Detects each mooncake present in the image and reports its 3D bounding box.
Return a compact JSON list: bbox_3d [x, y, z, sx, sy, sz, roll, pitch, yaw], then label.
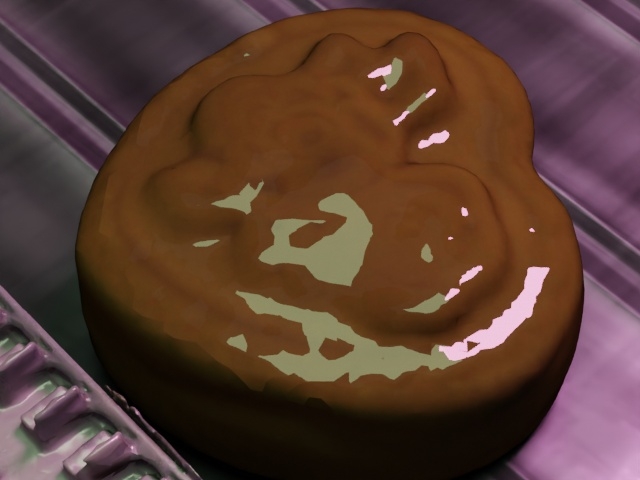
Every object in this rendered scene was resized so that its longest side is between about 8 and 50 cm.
[{"bbox_3d":[0.000,0.000,0.901,0.235,0.117,0.235,1,55,-1],"label":"mooncake"}]

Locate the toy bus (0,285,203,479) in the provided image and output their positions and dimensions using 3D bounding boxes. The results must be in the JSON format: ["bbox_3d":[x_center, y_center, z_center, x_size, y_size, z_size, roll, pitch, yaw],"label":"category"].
[{"bbox_3d":[-0.169,0.059,0.843,0.113,0.139,0.302,-38,63,-21],"label":"toy bus"}]
